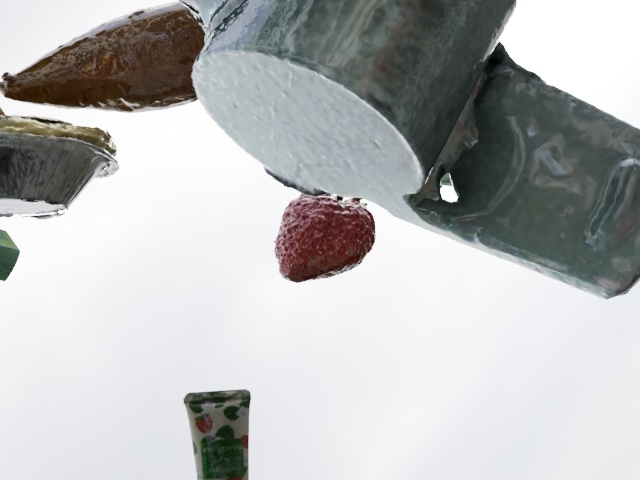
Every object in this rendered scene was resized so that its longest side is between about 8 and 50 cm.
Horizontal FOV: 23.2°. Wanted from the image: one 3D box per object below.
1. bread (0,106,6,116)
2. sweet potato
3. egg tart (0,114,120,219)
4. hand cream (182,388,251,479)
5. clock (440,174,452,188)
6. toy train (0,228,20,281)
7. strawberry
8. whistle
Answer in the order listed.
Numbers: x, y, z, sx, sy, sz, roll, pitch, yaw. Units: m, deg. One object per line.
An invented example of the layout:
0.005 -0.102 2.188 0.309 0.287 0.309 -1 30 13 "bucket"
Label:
-0.523 -0.178 2.258 0.106 0.125 0.082 -49 5 -15 "bread"
-0.190 -0.201 1.747 0.337 0.131 0.131 -19 -30 -17 "sweet potato"
-0.331 -0.076 1.664 0.234 0.234 0.094 26 -115 -73 "egg tart"
-0.133 0.343 2.136 0.059 0.095 0.276 115 150 -80 "hand cream"
0.145 -0.126 1.740 0.060 0.148 0.188 -53 -37 -48 "clock"
-0.348 -0.002 1.495 0.122 0.081 0.050 17 -70 -41 "toy train"
0.005 0.002 2.051 0.131 0.131 0.148 93 -170 -61 "strawberry"
0.077 -0.101 1.161 0.188 0.405 0.168 -11 46 58 "whistle"
